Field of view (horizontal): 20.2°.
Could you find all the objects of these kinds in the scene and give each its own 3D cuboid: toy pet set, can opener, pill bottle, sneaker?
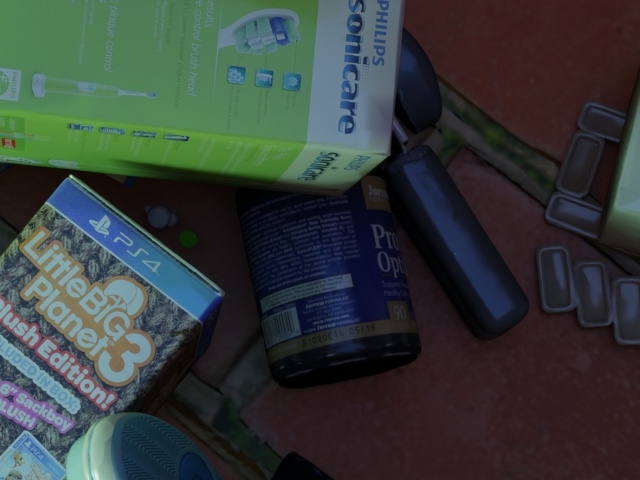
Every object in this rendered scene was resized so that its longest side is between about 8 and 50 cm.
[{"bbox_3d":[-0.134,-0.053,1.469,0.114,0.065,0.122,29,108,1],"label":"toy pet set"},{"bbox_3d":[0.098,-0.058,1.478,0.095,0.076,0.283,-31,83,-10],"label":"can opener"},{"bbox_3d":[0.000,0.000,1.431,0.123,0.123,0.219,-10,79,-8],"label":"pill bottle"},{"bbox_3d":[-0.145,0.253,1.238,0.208,0.319,0.127,-14,39,18],"label":"sneaker"}]

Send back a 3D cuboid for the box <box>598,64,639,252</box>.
[{"bbox_3d":[0.336,-0.071,1.452,0.182,0.119,0.181,14,76,6],"label":"box"}]

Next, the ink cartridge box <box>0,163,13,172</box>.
[{"bbox_3d":[-0.288,-0.199,1.433,0.395,0.151,0.270,-32,83,-13],"label":"ink cartridge box"}]

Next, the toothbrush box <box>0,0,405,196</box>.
[{"bbox_3d":[-0.101,-0.114,1.264,0.283,0.206,0.122,7,82,-8],"label":"toothbrush box"}]

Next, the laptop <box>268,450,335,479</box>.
[{"bbox_3d":[-0.008,0.335,1.348,0.234,0.264,0.136,36,40,3],"label":"laptop"}]

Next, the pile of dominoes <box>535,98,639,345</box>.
[{"bbox_3d":[0.308,0.013,1.513,0.251,0.040,0.196,21,77,8],"label":"pile of dominoes"}]

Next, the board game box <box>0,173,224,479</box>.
[{"bbox_3d":[-0.218,0.127,1.326,0.141,0.232,0.291,38,77,3],"label":"board game box"}]
